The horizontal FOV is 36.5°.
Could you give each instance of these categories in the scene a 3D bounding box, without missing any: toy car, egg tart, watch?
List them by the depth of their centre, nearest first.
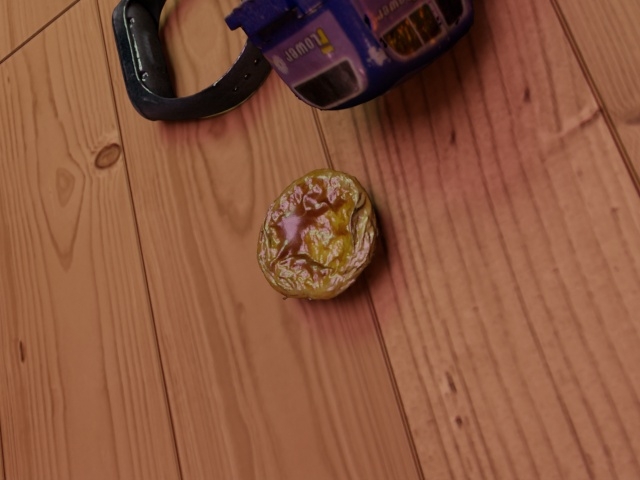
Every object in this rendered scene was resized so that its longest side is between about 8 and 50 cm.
[{"bbox_3d":[0.049,-0.219,0.842,0.235,0.158,0.172,-40,13,-27],"label":"toy car"},{"bbox_3d":[0.000,0.000,0.879,0.130,0.052,0.130,-12,68,31],"label":"egg tart"},{"bbox_3d":[-0.133,-0.232,1.045,0.193,0.068,0.206,-24,66,24],"label":"watch"}]
